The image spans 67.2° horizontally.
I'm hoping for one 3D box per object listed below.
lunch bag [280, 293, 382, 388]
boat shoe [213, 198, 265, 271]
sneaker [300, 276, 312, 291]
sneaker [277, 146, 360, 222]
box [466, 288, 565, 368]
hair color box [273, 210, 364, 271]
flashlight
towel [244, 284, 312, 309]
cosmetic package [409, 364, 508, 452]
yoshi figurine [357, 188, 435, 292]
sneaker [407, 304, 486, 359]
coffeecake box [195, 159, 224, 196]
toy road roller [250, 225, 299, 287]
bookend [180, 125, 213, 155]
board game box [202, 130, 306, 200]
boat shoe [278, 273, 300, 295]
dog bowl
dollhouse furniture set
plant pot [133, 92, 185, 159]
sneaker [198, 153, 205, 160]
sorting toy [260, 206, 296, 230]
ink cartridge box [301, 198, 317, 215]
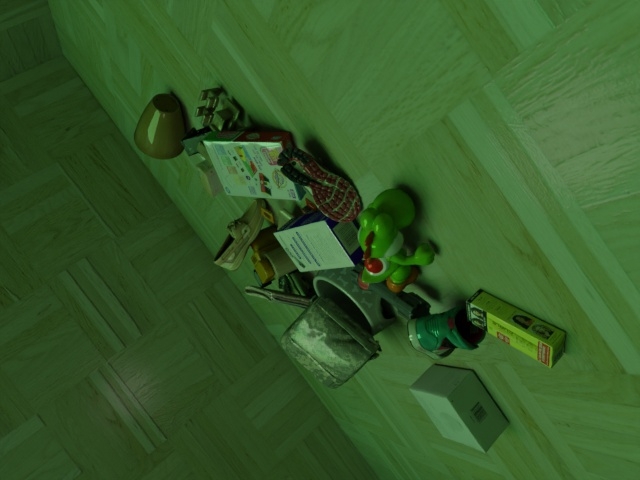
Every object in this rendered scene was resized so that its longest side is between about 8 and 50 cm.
[{"bbox_3d":[0.044,0.357,1.747,0.305,0.212,0.256,42,141,6],"label":"lunch bag"},{"bbox_3d":[-0.344,-0.035,2.065,0.110,0.341,0.122,25,180,-32],"label":"boat shoe"},{"bbox_3d":[-0.067,0.206,2.273,0.083,0.031,0.035,61,170,-9],"label":"sneaker"},{"bbox_3d":[0.006,-0.179,1.467,0.299,0.121,0.112,44,-166,-4],"label":"sneaker"},{"bbox_3d":[0.471,0.211,1.178,0.232,0.058,0.087,30,148,43],"label":"box"},{"bbox_3d":[0.000,0.000,1.657,0.339,0.110,0.185,-11,117,54],"label":"hair color box"},{"bbox_3d":[0.218,0.158,1.512,0.304,0.103,0.103,34,147,48],"label":"flashlight"},{"bbox_3d":[-0.146,0.271,2.224,0.332,0.053,0.317,16,174,-28],"label":"towel"},{"bbox_3d":[0.456,0.551,1.610,0.224,0.138,0.225,55,157,-6],"label":"cosmetic package"},{"bbox_3d":[0.198,-0.011,1.308,0.362,0.204,0.202,64,-160,-61],"label":"yoshi figurine"},{"bbox_3d":[0.380,0.260,1.360,0.179,0.123,0.296,-17,156,28],"label":"sneaker"},{"bbox_3d":[-0.400,-0.288,1.974,0.068,0.185,0.142,40,154,29],"label":"coffeecake box"},{"bbox_3d":[-0.210,0.050,2.103,0.240,0.203,0.329,63,160,4],"label":"toy road roller"},{"bbox_3d":[-0.482,-0.439,2.034,0.157,0.156,0.072,-13,121,18],"label":"bookend"},{"bbox_3d":[-0.223,-0.256,1.662,0.317,0.064,0.242,7,136,25],"label":"board game box"},{"bbox_3d":[-0.178,0.229,2.459,0.080,0.073,0.223,10,133,59],"label":"boat shoe"},{"bbox_3d":[0.114,0.219,1.799,0.349,0.102,0.348,40,158,20],"label":"dog bowl"},{"bbox_3d":[-0.342,-0.415,1.797,0.212,0.161,0.242,47,135,13],"label":"dollhouse furniture set"},{"bbox_3d":[-0.729,-0.544,2.226,0.237,0.237,0.254,49,144,9],"label":"plant pot"},{"bbox_3d":[-0.460,-0.358,2.147,0.235,0.090,0.094,39,167,39],"label":"sneaker"},{"bbox_3d":[-0.088,-0.039,1.889,0.348,0.047,0.196,38,157,8],"label":"sorting toy"},{"bbox_3d":[-0.038,-0.094,1.760,0.063,0.029,0.115,38,154,33],"label":"ink cartridge box"}]
